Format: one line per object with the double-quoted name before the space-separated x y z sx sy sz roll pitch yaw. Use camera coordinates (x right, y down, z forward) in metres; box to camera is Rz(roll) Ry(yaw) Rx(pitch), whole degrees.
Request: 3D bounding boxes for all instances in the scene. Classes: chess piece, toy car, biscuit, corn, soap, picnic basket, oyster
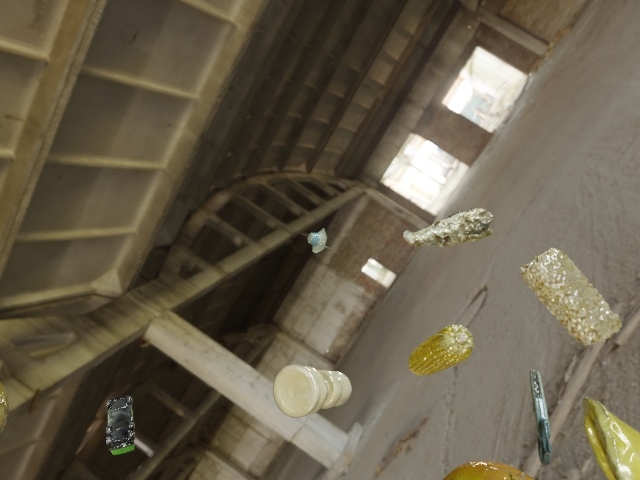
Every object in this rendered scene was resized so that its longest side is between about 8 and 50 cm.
"chess piece" -0.001 0.488 1.733 0.300 0.167 0.167 18 -72 -54
"toy car" -0.544 0.501 1.438 0.071 0.165 0.062 -10 -50 -16
"biscuit" 0.410 0.090 0.862 0.082 0.168 0.070 -34 -13 -12
"corn" 0.301 0.286 1.343 0.091 0.091 0.260 -27 -15 -27
"soap" 0.625 0.485 0.932 0.115 0.427 0.306 -48 11 22
"picnic basket" 0.000 0.000 1.634 0.083 0.083 0.065 -63 27 23
"oyster" 0.303 -0.013 1.215 0.200 0.106 0.061 -27 18 18

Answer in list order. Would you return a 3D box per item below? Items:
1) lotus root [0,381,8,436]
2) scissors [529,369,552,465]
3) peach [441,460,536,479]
"lotus root" -0.505 0.235 0.726 0.138 0.214 0.138 -35 -41 -37
"scissors" 0.648 0.504 1.551 0.289 0.041 0.138 -74 -24 -46
"peach" 0.404 0.668 1.163 0.372 0.373 0.290 -58 17 12
